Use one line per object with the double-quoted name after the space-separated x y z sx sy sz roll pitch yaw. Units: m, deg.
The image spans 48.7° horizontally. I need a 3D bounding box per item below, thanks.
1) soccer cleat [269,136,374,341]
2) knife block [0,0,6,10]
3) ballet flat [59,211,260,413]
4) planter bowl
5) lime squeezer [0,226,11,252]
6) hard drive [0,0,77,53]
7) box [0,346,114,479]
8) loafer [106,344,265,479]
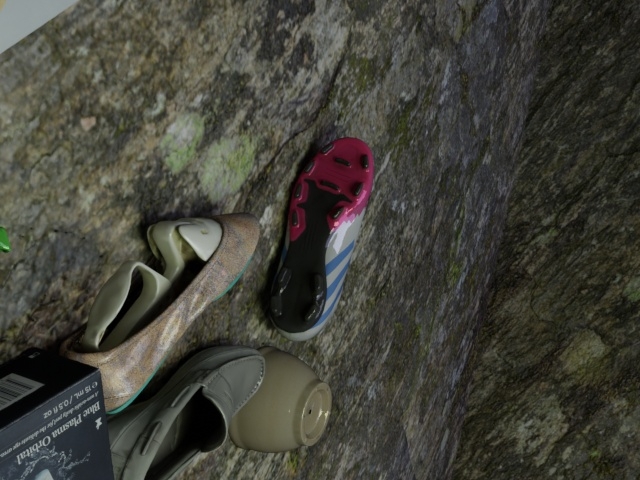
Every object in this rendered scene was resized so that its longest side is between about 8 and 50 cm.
0.000 0.000 1.113 0.143 0.116 0.331 67 41 -71 "soccer cleat"
-0.297 -0.170 0.367 0.242 0.088 0.276 30 74 -39 "knife block"
-0.170 0.045 0.789 0.316 0.107 0.106 -58 138 -39 "ballet flat"
-0.051 0.250 1.072 0.162 0.109 0.162 -27 121 -57 "planter bowl"
-0.362 -0.010 0.422 0.310 0.059 0.110 -17 107 -38 "lime squeezer"
-0.280 -0.295 0.490 0.203 0.040 0.307 -56 136 -38 "hard drive"
-0.278 0.207 0.641 0.156 0.093 0.158 -32 128 -55 "box"
-0.153 0.217 0.861 0.319 0.111 0.112 -31 125 -57 "loafer"
